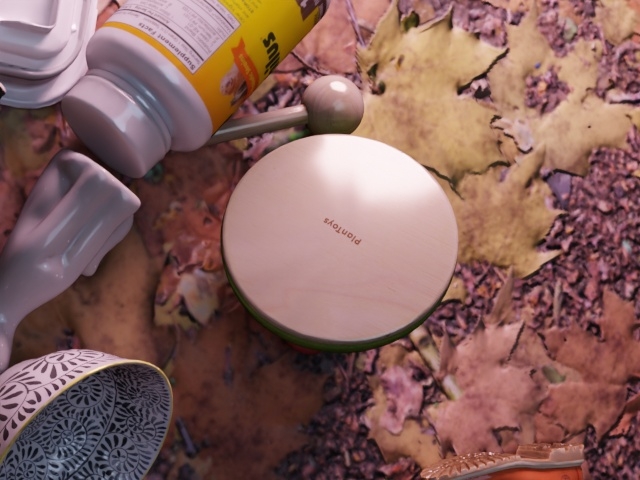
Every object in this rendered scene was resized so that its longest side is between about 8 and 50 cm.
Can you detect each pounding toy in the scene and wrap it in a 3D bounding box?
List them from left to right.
[{"bbox_3d":[0.000,0.000,1.255,0.183,0.110,0.237,-23,65,-15],"label":"pounding toy"}]

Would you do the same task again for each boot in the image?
[{"bbox_3d":[0.155,0.217,1.316,0.157,0.059,0.085,0,89,-27],"label":"boot"}]

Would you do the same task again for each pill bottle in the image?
[{"bbox_3d":[-0.096,-0.150,1.200,0.117,0.117,0.215,47,68,-14],"label":"pill bottle"}]

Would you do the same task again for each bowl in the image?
[{"bbox_3d":[-0.195,0.136,1.127,0.170,0.170,0.080,-39,58,-24],"label":"bowl"}]

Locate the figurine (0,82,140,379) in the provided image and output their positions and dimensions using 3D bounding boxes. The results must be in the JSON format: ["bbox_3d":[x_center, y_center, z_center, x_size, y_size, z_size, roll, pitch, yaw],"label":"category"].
[{"bbox_3d":[-0.260,0.000,1.114,0.215,0.092,0.209,41,82,-28],"label":"figurine"}]

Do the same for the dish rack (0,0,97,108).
[{"bbox_3d":[-0.280,-0.283,1.155,0.285,0.072,0.333,11,79,-23],"label":"dish rack"}]
